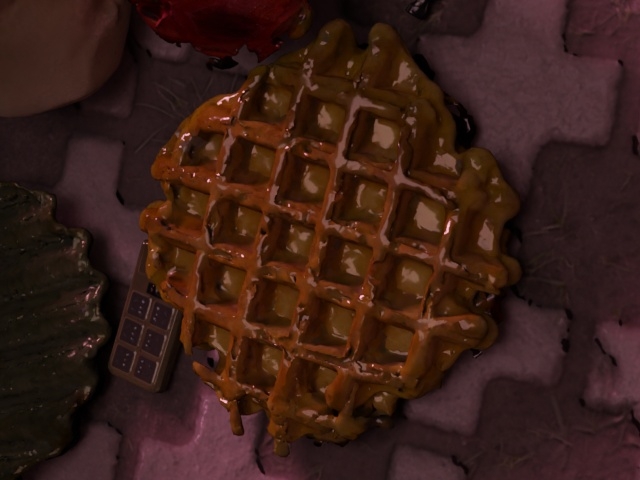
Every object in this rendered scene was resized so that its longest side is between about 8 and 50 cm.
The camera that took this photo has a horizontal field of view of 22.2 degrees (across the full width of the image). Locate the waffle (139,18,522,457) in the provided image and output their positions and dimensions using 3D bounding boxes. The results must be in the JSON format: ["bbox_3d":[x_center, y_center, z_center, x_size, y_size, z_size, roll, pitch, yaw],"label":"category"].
[{"bbox_3d":[0.000,0.000,1.579,0.382,0.095,0.379,-36,76,23],"label":"waffle"}]

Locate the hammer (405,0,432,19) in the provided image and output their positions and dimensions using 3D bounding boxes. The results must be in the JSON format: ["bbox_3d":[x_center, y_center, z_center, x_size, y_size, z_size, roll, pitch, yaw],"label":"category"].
[{"bbox_3d":[0.047,-0.300,1.612,0.201,0.021,0.078,39,107,25],"label":"hammer"}]

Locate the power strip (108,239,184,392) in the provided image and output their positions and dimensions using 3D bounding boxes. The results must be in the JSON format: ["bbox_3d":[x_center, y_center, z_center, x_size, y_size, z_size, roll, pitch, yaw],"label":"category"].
[{"bbox_3d":[-0.172,0.072,1.720,0.076,0.028,0.169,21,98,30],"label":"power strip"}]

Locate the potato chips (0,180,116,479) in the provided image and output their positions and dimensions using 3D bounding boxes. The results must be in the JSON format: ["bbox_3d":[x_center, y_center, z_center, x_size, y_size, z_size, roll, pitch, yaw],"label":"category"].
[{"bbox_3d":[-0.403,0.127,1.830,0.429,0.070,0.358,-17,78,28],"label":"potato chips"}]

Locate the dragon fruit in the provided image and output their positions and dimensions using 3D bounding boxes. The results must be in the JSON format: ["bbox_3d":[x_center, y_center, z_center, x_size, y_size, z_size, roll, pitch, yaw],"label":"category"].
[{"bbox_3d":[-0.116,-0.304,1.578,0.307,0.227,0.243,8,65,43],"label":"dragon fruit"}]

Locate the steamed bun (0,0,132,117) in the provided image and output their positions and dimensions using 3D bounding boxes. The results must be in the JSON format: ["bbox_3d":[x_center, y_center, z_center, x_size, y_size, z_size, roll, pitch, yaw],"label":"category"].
[{"bbox_3d":[-0.379,-0.309,1.732,0.339,0.247,0.352,5,93,33],"label":"steamed bun"}]
